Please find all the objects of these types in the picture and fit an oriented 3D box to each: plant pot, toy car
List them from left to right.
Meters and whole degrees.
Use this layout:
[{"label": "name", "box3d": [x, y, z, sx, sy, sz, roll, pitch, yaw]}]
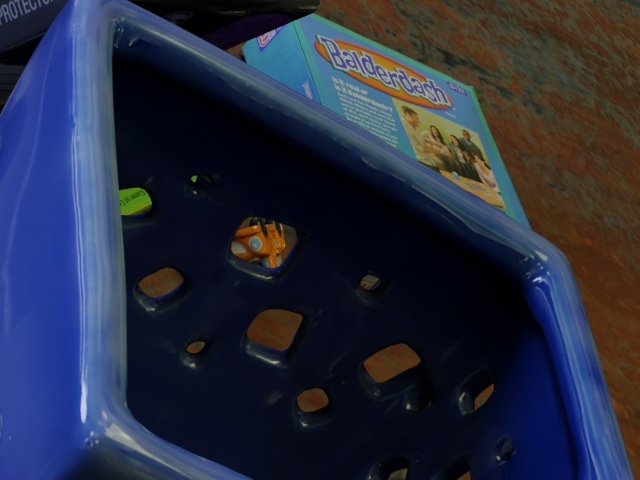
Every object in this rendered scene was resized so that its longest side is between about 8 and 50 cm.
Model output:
[{"label": "plant pot", "box3d": [-0.044, 0.092, 0.699, 0.236, 0.212, 0.236, 29, 31, -27]}, {"label": "toy car", "box3d": [0.000, 0.000, 1.006, 0.060, 0.122, 0.040, 140, -66, -84]}]

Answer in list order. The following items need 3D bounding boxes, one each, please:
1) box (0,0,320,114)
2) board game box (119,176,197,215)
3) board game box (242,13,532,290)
[{"label": "box", "box3d": [-0.133, -0.198, 0.833, 0.143, 0.165, 0.270, -5, 78, -59]}, {"label": "board game box", "box3d": [-0.124, -0.036, 0.946, 0.092, 0.043, 0.181, 47, 29, 6]}, {"label": "board game box", "box3d": [0.049, -0.032, 1.159, 0.160, 0.047, 0.210, 21, 37, -35]}]
